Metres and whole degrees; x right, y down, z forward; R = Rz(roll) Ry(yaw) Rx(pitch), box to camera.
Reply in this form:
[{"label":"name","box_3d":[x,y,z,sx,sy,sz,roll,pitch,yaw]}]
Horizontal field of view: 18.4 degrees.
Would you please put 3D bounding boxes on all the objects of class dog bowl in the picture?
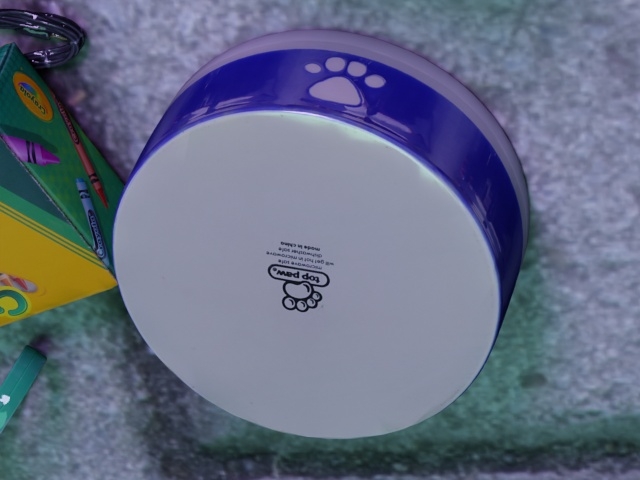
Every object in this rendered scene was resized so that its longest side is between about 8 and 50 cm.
[{"label":"dog bowl","box_3d":[0.000,0.000,1.307,0.265,0.104,0.265,8,125,12]}]

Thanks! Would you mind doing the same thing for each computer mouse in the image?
[{"label":"computer mouse","box_3d":[-0.274,-0.165,1.324,0.242,0.041,0.071,15,135,-2]}]

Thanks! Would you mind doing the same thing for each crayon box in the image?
[{"label":"crayon box","box_3d":[-0.283,-0.013,1.384,0.278,0.081,0.165,-19,124,27]}]

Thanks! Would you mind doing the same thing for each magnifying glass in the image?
[{"label":"magnifying glass","box_3d":[-0.262,0.158,1.515,0.026,0.092,0.231,33,137,-7]}]
